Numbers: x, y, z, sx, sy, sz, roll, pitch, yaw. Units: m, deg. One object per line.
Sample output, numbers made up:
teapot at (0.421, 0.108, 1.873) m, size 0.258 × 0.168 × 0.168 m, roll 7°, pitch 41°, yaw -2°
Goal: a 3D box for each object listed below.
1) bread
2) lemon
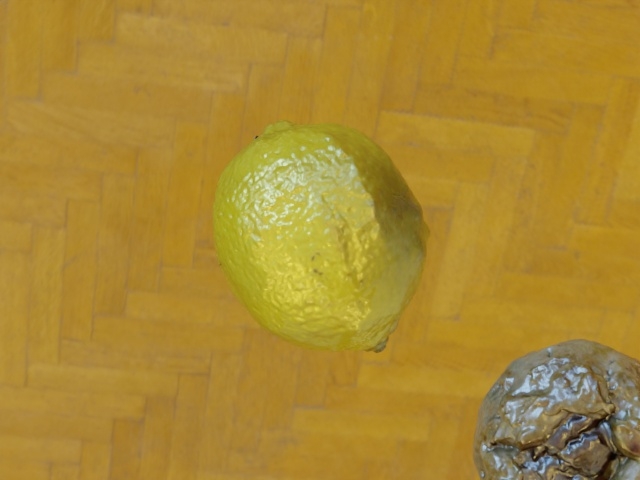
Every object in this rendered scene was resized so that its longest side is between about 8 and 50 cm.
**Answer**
bread at (0.269, 0.221, 1.107) m, size 0.230 × 0.123 × 0.230 m, roll 1°, pitch 103°, yaw 5°
lemon at (0.000, 0.000, 1.347) m, size 0.268 × 0.268 × 0.322 m, roll -31°, pitch 87°, yaw 10°
